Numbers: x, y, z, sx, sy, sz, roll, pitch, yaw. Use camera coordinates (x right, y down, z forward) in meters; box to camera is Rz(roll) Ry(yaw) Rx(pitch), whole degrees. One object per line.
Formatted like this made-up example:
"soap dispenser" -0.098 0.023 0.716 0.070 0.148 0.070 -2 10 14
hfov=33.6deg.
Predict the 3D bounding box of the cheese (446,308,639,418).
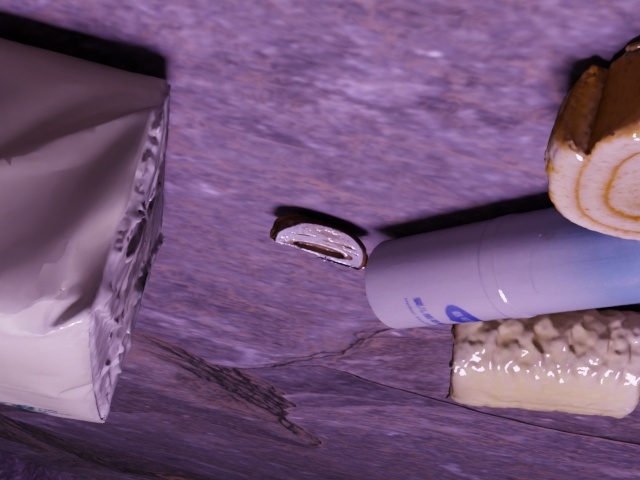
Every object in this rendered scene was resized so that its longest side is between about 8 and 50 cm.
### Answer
"cheese" 0.198 0.101 0.942 0.167 0.094 0.123 4 148 7

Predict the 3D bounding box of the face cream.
"face cream" 0.145 0.018 0.776 0.077 0.077 0.250 28 153 -36

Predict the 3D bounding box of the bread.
"bread" 0.188 -0.049 0.593 0.122 0.073 0.149 10 158 10

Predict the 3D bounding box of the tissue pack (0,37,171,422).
"tissue pack" -0.304 -0.022 0.730 0.380 0.207 0.297 13 158 -4

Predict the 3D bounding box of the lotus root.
"lotus root" 0.001 -0.002 0.866 0.083 0.030 0.037 20 -173 -13
